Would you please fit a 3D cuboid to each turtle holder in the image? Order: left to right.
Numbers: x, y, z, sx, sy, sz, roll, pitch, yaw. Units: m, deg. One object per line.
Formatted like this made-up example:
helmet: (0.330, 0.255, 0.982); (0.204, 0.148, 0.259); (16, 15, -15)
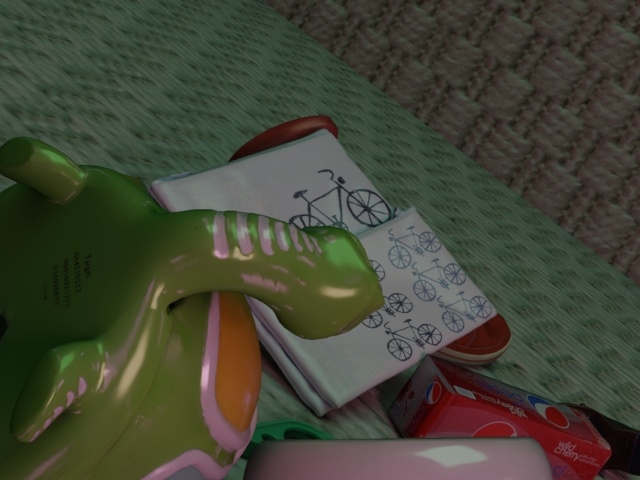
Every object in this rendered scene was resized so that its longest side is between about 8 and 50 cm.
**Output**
turtle holder: (-0.139, 0.065, 0.796); (0.227, 0.320, 0.243); (36, 6, -46)

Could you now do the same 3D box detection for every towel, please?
towel: (-0.241, -0.063, 1.520); (0.060, 0.009, 0.083); (20, 21, -40)

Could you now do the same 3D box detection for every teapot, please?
teapot: (0.061, 0.241, 0.894); (0.256, 0.187, 0.252); (0, -9, -9)

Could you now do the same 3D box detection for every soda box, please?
soda box: (0.211, 0.223, 1.384); (0.263, 0.092, 0.083); (23, 18, -31)

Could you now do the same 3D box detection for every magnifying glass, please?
magnifying glass: (-0.055, 0.188, 1.106); (0.231, 0.026, 0.092); (20, 21, -36)

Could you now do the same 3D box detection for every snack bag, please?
snack bag: (0.011, 0.013, 1.404); (0.323, 0.037, 0.342); (-22, 67, -43)

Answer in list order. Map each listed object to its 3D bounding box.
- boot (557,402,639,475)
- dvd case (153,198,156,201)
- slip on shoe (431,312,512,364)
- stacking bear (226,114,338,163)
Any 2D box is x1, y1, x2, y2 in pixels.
boot: (0.355, 0.264, 1.619); (0.219, 0.082, 0.106); (22, -3, -21)
dvd case: (-0.154, -0.020, 1.549); (0.119, 0.013, 0.087); (42, 18, 32)
slip on shoe: (0.176, 0.100, 1.669); (0.331, 0.101, 0.123); (17, 21, -48)
stacking bear: (0.000, 0.000, 1.542); (0.164, 0.175, 0.289); (-11, 50, -31)
